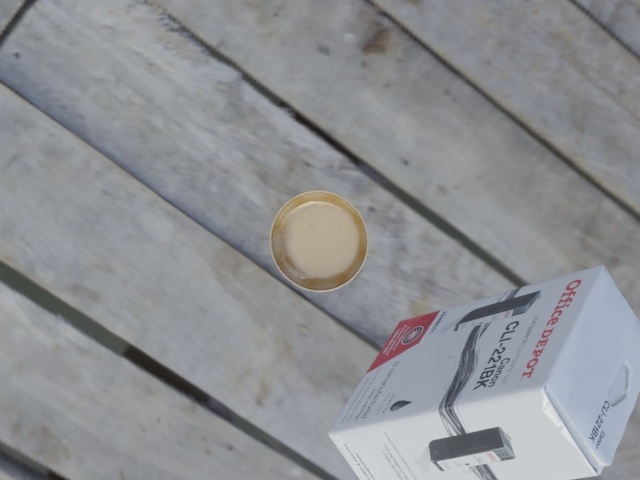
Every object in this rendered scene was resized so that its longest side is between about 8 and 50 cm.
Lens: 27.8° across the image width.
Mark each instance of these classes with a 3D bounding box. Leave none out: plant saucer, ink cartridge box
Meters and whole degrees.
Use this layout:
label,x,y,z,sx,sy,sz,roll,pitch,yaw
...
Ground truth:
label,x,y,z,sx,sy,sz,roll,pitch,yaw
plant saucer,0.000,0.000,1.062,0.083,0.015,0.083,1,95,14
ink cartridge box,0.173,0.151,1.306,0.114,0.273,0.197,56,42,-18
